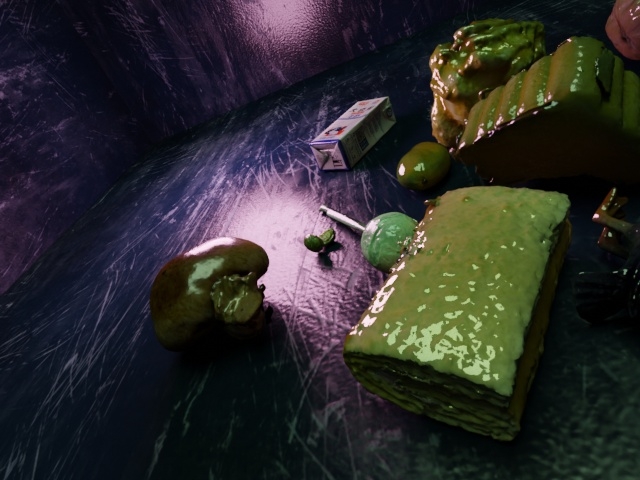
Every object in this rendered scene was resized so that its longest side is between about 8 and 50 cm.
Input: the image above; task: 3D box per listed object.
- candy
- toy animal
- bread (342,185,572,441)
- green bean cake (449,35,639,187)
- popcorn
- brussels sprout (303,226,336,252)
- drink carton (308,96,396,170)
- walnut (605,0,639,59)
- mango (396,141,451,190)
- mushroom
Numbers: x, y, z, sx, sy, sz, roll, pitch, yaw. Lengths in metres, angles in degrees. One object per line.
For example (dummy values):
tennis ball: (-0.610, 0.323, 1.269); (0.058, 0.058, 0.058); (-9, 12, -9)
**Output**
candy: (0.086, -0.035, 0.943); (0.119, 0.119, 0.440); (-32, 23, -9)
toy animal: (0.465, 0.003, 0.559); (0.298, 0.122, 0.185); (-38, 33, -17)
bread: (0.209, 0.065, 0.618); (0.237, 0.165, 0.375); (8, 45, 37)
green bean cake: (0.454, -0.215, 0.801); (0.310, 0.285, 0.202); (-17, 49, 61)
popcorn: (0.428, -0.379, 1.016); (0.321, 0.290, 0.325); (-18, 60, 6)
brussels sprout: (0.001, 0.000, 0.984); (0.083, 0.051, 0.046); (-16, 54, -32)
drink carton: (0.112, -0.350, 1.369); (0.131, 0.106, 0.315); (7, 43, 41)
walnut: (0.862, -0.577, 1.023); (0.273, 0.273, 0.227); (-29, 63, -5)
mango: (0.259, -0.191, 1.038); (0.122, 0.085, 0.191); (-3, 39, 38)
mushroom: (-0.217, 0.103, 0.851); (0.283, 0.195, 0.263); (2, 36, 39)
